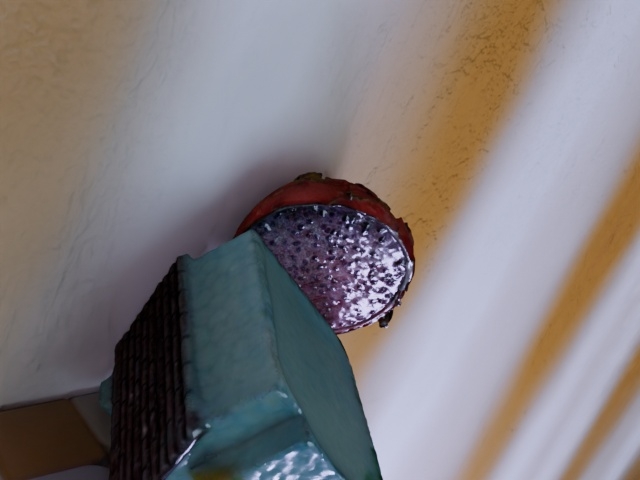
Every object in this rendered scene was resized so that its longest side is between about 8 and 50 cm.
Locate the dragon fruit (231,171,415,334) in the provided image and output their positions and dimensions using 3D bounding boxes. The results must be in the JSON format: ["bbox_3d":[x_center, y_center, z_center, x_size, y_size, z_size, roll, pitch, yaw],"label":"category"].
[{"bbox_3d":[0.001,-0.003,0.919,0.219,0.148,0.223,-22,129,19],"label":"dragon fruit"}]

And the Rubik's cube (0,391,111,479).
[{"bbox_3d":[-0.197,0.397,0.877,0.347,0.344,0.346,-2,120,-42],"label":"Rubik's cube"}]

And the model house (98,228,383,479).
[{"bbox_3d":[-0.106,0.183,0.786,0.249,0.280,0.230,-29,125,10],"label":"model house"}]
